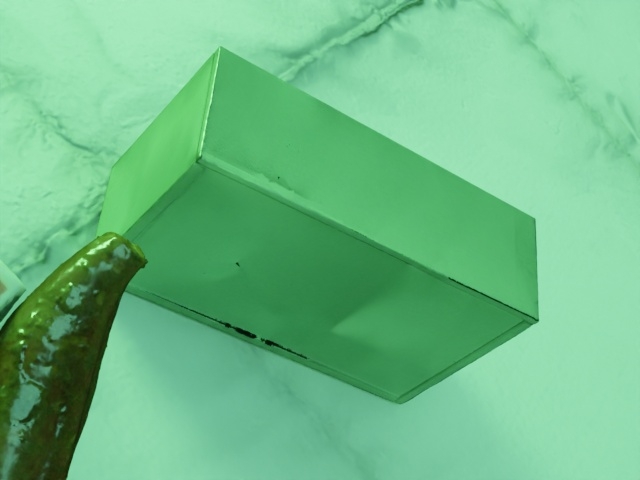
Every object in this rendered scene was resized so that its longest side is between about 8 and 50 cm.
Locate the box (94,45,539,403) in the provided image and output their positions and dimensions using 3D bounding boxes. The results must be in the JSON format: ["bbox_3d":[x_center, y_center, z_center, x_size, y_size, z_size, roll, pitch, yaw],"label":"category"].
[{"bbox_3d":[0.000,0.000,0.676,0.225,0.129,0.086,26,48,-25],"label":"box"}]

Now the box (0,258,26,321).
[{"bbox_3d":[-0.310,-0.027,0.463,0.330,0.095,0.210,49,44,-6],"label":"box"}]

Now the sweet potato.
[{"bbox_3d":[-0.134,0.118,0.510,0.078,0.058,0.255,12,77,-20],"label":"sweet potato"}]
